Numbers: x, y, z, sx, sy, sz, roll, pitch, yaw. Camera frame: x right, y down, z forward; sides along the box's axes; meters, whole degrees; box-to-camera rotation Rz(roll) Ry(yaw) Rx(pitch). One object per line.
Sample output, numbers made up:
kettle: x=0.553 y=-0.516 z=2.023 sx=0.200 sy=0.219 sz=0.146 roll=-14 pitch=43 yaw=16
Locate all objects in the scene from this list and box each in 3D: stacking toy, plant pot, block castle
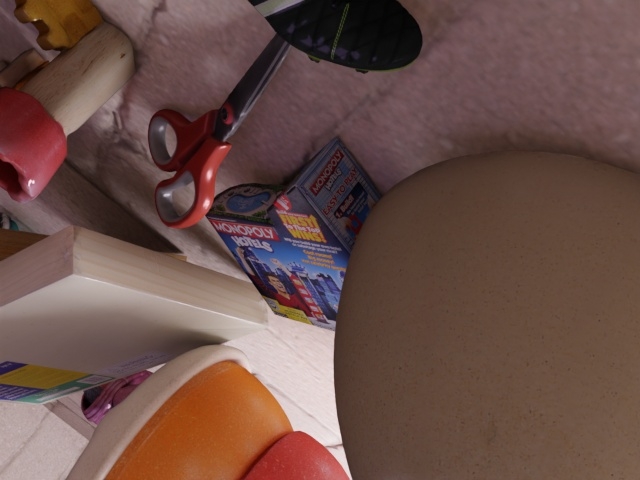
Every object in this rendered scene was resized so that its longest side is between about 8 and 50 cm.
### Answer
stacking toy: x=-0.019 y=0.361 z=0.837 sx=0.480 sy=0.350 sz=0.350 roll=28 pitch=152 yaw=17
plant pot: x=0.122 y=0.112 z=0.508 sx=0.284 sy=0.191 sz=0.284 roll=17 pitch=139 yaw=15
block castle: x=-0.409 y=-0.171 z=0.725 sx=0.453 sy=0.212 sz=0.303 roll=2 pitch=137 yaw=49

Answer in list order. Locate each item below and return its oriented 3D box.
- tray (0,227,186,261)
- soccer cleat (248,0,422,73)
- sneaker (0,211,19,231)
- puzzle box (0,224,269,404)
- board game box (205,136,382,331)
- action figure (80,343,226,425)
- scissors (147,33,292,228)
tray: x=-0.385 y=0.027 z=0.913 sx=0.411 sy=0.076 sz=0.203 roll=10 pitch=172 yaw=-38
soccer cleat: x=-0.017 y=-0.159 z=0.456 sx=0.179 sy=0.060 sz=0.072 roll=35 pitch=152 yaw=9
sneaker: x=-0.492 y=0.033 z=1.301 sx=0.110 sy=0.107 sz=0.275 roll=20 pitch=160 yaw=-10
puzzle box: x=-0.299 y=0.104 z=0.891 sx=0.409 sy=0.052 sz=0.272 roll=-21 pitch=154 yaw=29
board game box: x=0.000 y=0.000 z=0.682 sx=0.194 sy=0.060 sz=0.194 roll=11 pitch=142 yaw=41
action figure: x=-0.233 y=0.260 z=1.161 sx=0.370 sy=0.275 sz=0.248 roll=32 pitch=162 yaw=-22
scissors: x=-0.073 y=-0.082 z=0.631 sx=0.297 sy=0.021 sz=0.108 roll=-17 pitch=82 yaw=55
